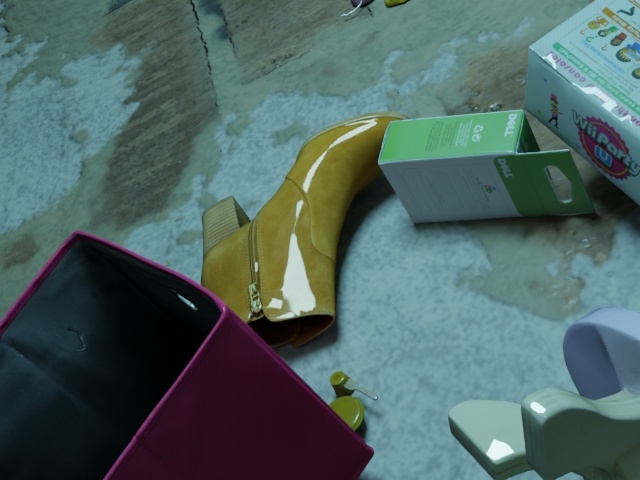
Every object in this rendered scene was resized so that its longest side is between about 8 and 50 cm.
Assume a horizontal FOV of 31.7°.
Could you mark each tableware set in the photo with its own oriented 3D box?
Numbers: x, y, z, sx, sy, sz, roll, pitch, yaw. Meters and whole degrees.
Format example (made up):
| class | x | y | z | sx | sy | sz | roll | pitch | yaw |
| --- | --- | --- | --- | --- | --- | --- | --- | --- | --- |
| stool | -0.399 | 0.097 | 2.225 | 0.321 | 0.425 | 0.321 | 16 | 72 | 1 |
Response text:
| class | x | y | z | sx | sy | sz | roll | pitch | yaw |
| --- | --- | --- | --- | --- | --- | --- | --- | --- | --- |
| tableware set | -0.014 | 0.198 | 1.131 | 0.104 | 0.024 | 0.154 | 25 | 69 | 45 |

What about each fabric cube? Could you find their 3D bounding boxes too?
| class | x | y | z | sx | sy | sz | roll | pitch | yaw |
| --- | --- | --- | --- | --- | --- | --- | --- | --- | --- |
| fabric cube | -0.158 | 0.188 | 1.029 | 0.254 | 0.258 | 0.259 | 21 | 70 | 46 |

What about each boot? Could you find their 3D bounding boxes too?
| class | x | y | z | sx | sy | sz | roll | pitch | yaw |
| --- | --- | --- | --- | --- | --- | --- | --- | --- | --- |
| boot | -0.001 | 0.000 | 1.249 | 0.295 | 0.104 | 0.211 | -29 | 49 | 13 |

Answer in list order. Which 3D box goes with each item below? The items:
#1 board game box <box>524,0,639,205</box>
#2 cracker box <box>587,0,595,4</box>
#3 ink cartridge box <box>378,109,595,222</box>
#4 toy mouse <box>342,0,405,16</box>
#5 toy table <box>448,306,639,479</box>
| class | x | y | z | sx | sy | sz | roll | pitch | yaw |
| --- | --- | --- | --- | --- | --- | --- | --- | --- | --- |
| board game box | 0.384 | -0.172 | 1.086 | 0.303 | 0.097 | 0.224 | -34 | 60 | -16 |
| cracker box | 0.319 | -0.352 | 1.270 | 0.067 | 0.156 | 0.232 | -14 | 29 | 20 |
| ink cartridge box | 0.179 | -0.078 | 1.192 | 0.209 | 0.109 | 0.062 | -2 | 53 | 29 |
| toy mouse | 0.085 | -0.373 | 1.561 | 0.161 | 0.031 | 0.143 | -31 | 44 | 3 |
| toy table | 0.234 | 0.178 | 0.859 | 0.161 | 0.252 | 0.274 | -28 | 29 | -16 |
